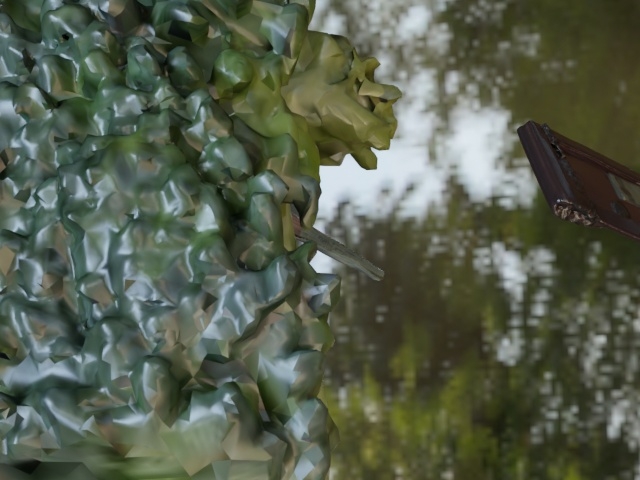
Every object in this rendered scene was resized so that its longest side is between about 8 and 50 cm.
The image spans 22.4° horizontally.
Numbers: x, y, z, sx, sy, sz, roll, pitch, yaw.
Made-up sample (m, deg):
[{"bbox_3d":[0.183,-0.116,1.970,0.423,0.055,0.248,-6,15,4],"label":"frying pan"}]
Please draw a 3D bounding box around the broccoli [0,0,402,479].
[{"bbox_3d":[-0.074,0.022,0.663,0.293,0.348,0.281,-46,-37,-10],"label":"broccoli"}]

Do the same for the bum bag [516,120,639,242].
[{"bbox_3d":[0.241,-0.039,1.378,0.159,0.026,0.109,22,-146,-30],"label":"bum bag"}]

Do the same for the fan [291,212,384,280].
[{"bbox_3d":[0.000,0.000,1.485,0.023,0.057,0.282,-56,-21,2],"label":"fan"}]
